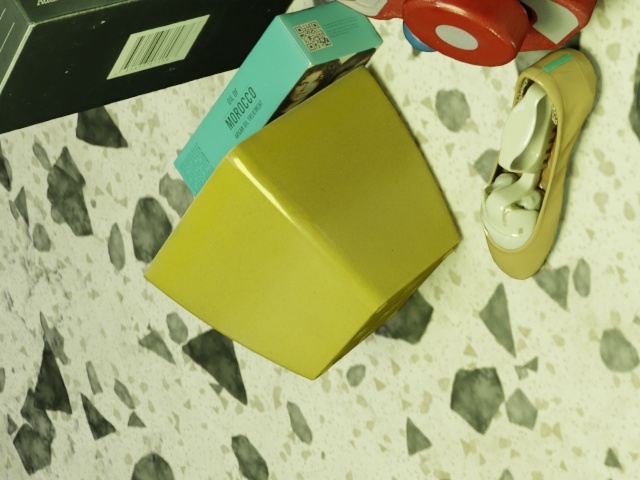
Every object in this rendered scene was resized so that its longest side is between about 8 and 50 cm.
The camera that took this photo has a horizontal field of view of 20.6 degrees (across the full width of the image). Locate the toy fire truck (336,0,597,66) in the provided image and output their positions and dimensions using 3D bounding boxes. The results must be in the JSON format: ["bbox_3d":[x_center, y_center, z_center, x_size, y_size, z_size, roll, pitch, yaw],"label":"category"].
[{"bbox_3d":[0.069,-0.241,1.451,0.302,0.169,0.254,25,166,-8],"label":"toy fire truck"}]

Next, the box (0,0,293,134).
[{"bbox_3d":[-0.236,-0.302,1.666,0.312,0.343,0.179,55,139,16],"label":"box"}]

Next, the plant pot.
[{"bbox_3d":[0.000,0.000,1.646,0.187,0.212,0.212,46,136,7],"label":"plant pot"}]

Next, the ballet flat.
[{"bbox_3d":[0.172,-0.060,1.514,0.080,0.073,0.232,35,129,33],"label":"ballet flat"}]

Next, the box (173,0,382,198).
[{"bbox_3d":[-0.045,-0.132,1.708,0.060,0.100,0.244,56,138,14],"label":"box"}]

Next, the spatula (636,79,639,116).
[{"bbox_3d":[0.279,-0.229,1.359,0.084,0.030,0.297,25,123,39],"label":"spatula"}]
